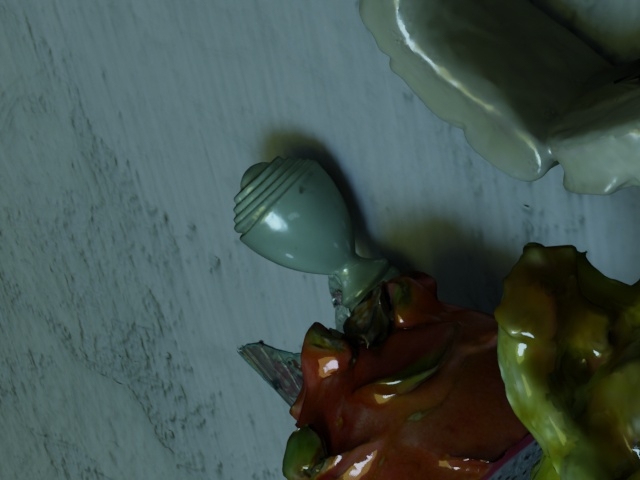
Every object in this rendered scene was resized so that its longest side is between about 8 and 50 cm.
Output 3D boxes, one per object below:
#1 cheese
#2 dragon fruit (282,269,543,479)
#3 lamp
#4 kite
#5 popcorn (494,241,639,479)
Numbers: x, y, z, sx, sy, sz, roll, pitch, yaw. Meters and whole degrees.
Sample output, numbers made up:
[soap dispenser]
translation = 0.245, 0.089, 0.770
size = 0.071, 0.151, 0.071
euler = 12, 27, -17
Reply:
[cheese]
translation = 0.194, -0.180, 0.895
size = 0.332, 0.153, 0.292
euler = -22, 103, 48
[dragon fruit]
translation = 0.089, 0.171, 1.162
size = 0.226, 0.305, 0.305
euler = 40, 139, 28
[lamp]
translation = 0.000, 0.000, 1.251
size = 0.193, 0.106, 0.106
euler = 44, 140, -3
[kite]
translation = 0.036, 0.152, 1.396
size = 0.335, 0.011, 0.314
euler = 8, 124, 38
[popcorn]
translation = 0.291, 0.125, 0.929
size = 0.321, 0.325, 0.290
euler = -7, 119, 5
